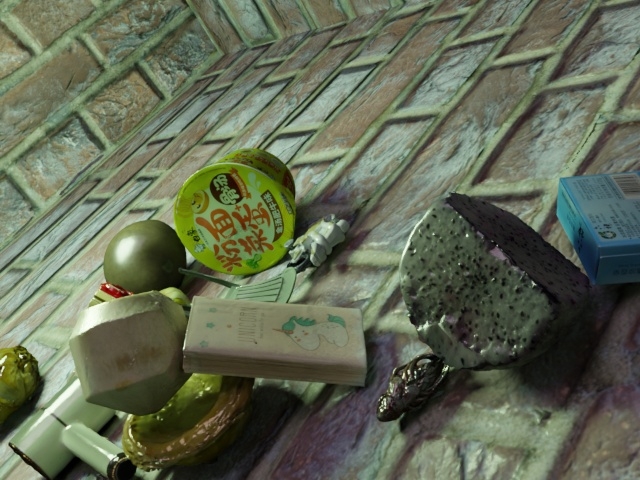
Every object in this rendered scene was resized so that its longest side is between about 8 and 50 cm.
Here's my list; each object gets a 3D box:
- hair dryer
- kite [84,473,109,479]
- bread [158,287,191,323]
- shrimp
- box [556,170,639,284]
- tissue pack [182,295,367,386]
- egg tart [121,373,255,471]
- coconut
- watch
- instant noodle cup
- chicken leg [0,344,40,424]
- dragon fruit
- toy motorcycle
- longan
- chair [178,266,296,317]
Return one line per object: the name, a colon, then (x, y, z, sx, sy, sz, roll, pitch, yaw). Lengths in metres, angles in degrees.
hair dryer: (-0.477, 0.421, 1.546, 0.362, 0.128, 0.203, 10, 48, 45)
kite: (-0.480, 0.546, 1.448, 0.127, 0.016, 0.229, -9, 35, 44)
bread: (-0.389, 0.204, 1.796, 0.213, 0.104, 0.213, -32, 21, 14)
shrimp: (0.164, 0.230, 1.234, 0.190, 0.074, 0.073, -31, -6, -18)
box: (0.492, -0.026, 1.241, 0.143, 0.083, 0.232, -4, 33, 3)
tissue pack: (-0.080, 0.182, 1.373, 0.326, 0.071, 0.170, 5, 33, -6)
egg tart: (-0.233, 0.327, 1.434, 0.315, 0.120, 0.315, -26, 27, 14)
coconut: (-0.340, 0.213, 1.394, 0.241, 0.241, 0.241, -25, 29, 15)
watch: (-0.552, 0.231, 1.834, 0.102, 0.165, 0.268, 27, 75, 10)
instant noodle cup: (-0.192, -0.094, 1.910, 0.312, 0.311, 0.221, -22, 21, 19)
chicken leg: (-0.849, 0.444, 1.883, 0.201, 0.153, 0.429, -24, 34, 42)
dragon fruit: (0.276, 0.082, 1.217, 0.283, 0.221, 0.203, 48, 120, 28)
toy motorcycle: (0.000, 0.000, 1.767, 0.151, 0.074, 0.228, -24, 19, 27)
longan: (-0.462, 0.065, 1.988, 0.248, 0.248, 0.248, -25, 29, 15)
chair: (-0.187, 0.153, 1.606, 0.275, 0.190, 0.203, 4, 37, 6)
